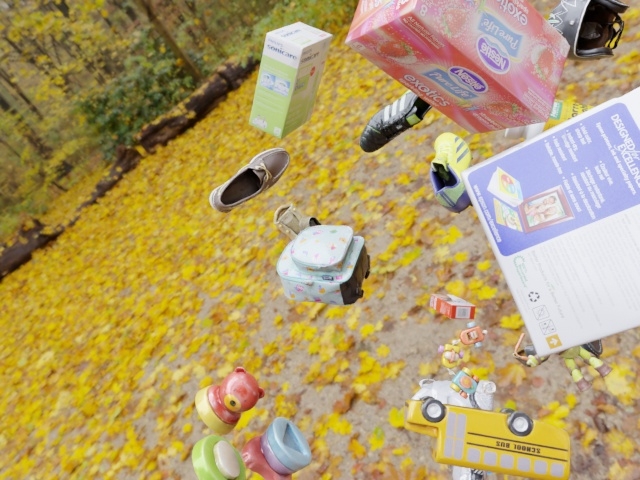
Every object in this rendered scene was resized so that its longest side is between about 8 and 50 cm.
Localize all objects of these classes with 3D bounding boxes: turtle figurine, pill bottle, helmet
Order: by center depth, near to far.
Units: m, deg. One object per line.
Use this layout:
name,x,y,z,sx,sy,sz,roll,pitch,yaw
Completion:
pill bottle,0.522,-0.247,1.175,0.209,0.117,0.117,15,46,12
helmet,0.617,-0.503,1.263,0.162,0.169,0.169,9,34,1
turtle figurine,0.709,0.296,1.507,0.270,0.087,0.217,-37,68,-3

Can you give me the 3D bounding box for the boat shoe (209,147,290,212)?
boat shoe,-0.221,-0.205,1.788,0.324,0.116,0.097,-37,15,-19

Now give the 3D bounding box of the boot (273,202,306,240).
boot,-0.034,-0.008,1.563,0.095,0.203,0.262,-45,24,2

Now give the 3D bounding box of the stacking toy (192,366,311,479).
stacking toy,-0.133,0.449,1.181,0.130,0.309,0.279,-41,16,11

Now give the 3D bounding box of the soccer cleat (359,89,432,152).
soccer cleat,0.148,-0.228,1.004,0.179,0.060,0.072,-41,34,8

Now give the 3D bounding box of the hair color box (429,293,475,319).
hair color box,0.463,0.232,1.891,0.093,0.053,0.167,4,5,-14

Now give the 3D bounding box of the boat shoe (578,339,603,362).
boat shoe,0.852,0.152,1.744,0.156,0.187,0.499,-26,48,44

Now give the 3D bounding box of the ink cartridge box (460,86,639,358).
ink cartridge box,0.399,-0.027,0.758,0.307,0.303,0.072,-25,-18,22

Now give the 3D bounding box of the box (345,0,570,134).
box,0.210,-0.293,0.796,0.154,0.300,0.142,4,73,56

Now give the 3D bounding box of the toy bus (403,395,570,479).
toy bus,0.347,0.420,1.150,0.333,0.108,0.130,7,78,6

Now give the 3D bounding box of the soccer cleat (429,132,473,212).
soccer cleat,0.329,-0.196,1.382,0.093,0.121,0.289,-35,37,35

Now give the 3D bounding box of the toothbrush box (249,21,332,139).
toothbrush box,-0.090,-0.475,1.591,0.206,0.122,0.283,-48,-20,-52

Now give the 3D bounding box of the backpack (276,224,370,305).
backpack,-0.002,0.054,1.182,0.189,0.144,0.165,-5,38,25

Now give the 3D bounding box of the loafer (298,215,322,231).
loafer,0.000,0.000,1.347,0.056,0.148,0.050,-40,0,-23

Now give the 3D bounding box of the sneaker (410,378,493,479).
sneaker,0.330,0.516,1.392,0.210,0.137,0.365,5,44,20

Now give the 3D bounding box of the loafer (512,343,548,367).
loafer,0.675,0.357,1.702,0.170,0.061,0.062,113,179,-55

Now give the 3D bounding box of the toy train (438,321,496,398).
toy train,0.341,0.274,1.222,0.125,0.166,0.046,-12,-14,-2

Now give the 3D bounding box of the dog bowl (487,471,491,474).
dog bowl,0.558,0.627,1.656,0.297,0.074,0.165,-43,55,55
